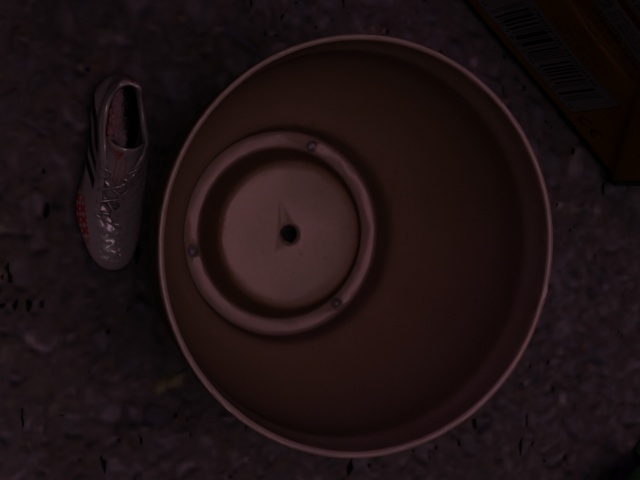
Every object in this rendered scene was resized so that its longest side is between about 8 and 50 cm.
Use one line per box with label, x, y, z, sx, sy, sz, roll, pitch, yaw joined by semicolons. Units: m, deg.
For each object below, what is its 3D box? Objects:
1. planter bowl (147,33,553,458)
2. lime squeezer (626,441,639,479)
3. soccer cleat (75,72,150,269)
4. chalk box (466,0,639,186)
planter bowl;0.000;0.000;0.591;0.162;0.109;0.162;-1;93;-19
lime squeezer;0.193;0.089;0.675;0.058;0.110;0.310;29;52;-3
soccer cleat;-0.086;-0.029;0.597;0.029;0.035;0.083;4;91;-20
chalk box;0.216;-0.180;0.621;0.289;0.179;0.180;-46;106;-12
